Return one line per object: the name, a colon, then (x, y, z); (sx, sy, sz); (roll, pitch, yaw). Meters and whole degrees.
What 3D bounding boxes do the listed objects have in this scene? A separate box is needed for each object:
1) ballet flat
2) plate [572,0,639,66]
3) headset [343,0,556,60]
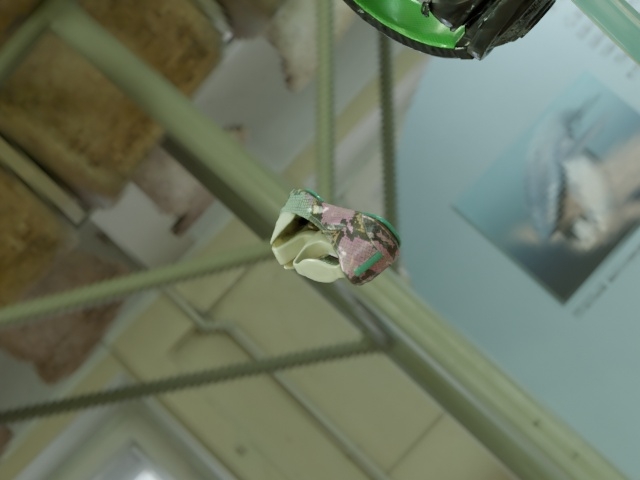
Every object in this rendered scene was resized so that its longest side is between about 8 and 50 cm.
ballet flat: (0.000, 0.000, 1.521); (0.079, 0.077, 0.221); (-40, 23, -12)
plate: (0.216, -0.129, 1.052); (0.024, 0.188, 0.188); (-48, -16, 15)
headset: (0.110, -0.260, 1.413); (0.185, 0.243, 0.394); (-51, 23, -25)
